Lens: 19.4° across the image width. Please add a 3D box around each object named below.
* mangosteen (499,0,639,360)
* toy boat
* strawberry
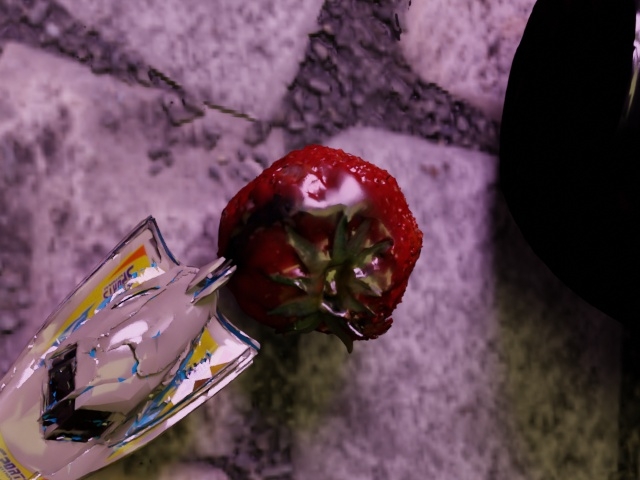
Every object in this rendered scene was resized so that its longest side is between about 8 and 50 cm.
[{"bbox_3d":[0.216,-0.040,0.969,0.233,0.287,0.287,7,77,-20],"label":"mangosteen"},{"bbox_3d":[-0.118,0.079,0.838,0.210,0.066,0.084,-44,102,-29],"label":"toy boat"},{"bbox_3d":[0.000,-0.001,0.915,0.106,0.106,0.106,7,77,-30],"label":"strawberry"}]
